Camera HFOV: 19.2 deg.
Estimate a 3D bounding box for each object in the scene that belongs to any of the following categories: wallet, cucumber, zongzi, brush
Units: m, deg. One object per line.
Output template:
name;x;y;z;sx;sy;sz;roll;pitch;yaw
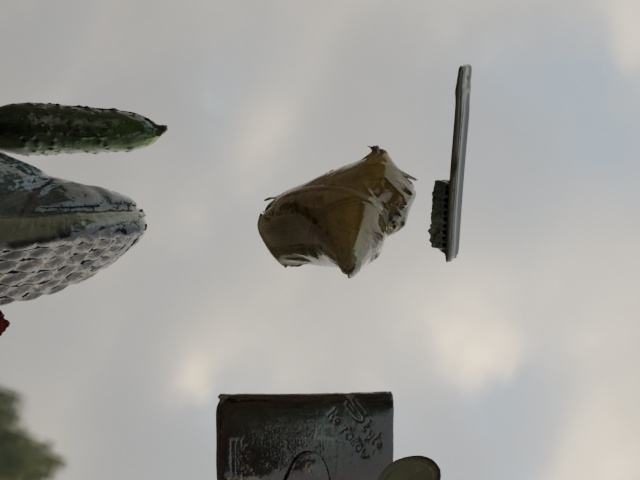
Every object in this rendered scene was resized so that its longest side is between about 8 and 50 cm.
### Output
wallet;-0.016;0.247;2.331;0.031;0.232;0.122;174;-83;-70
cucumber;-0.295;-0.131;2.253;0.069;0.227;0.069;2;90;-87
zongzi;0.000;0.000;2.099;0.194;0.099;0.197;-24;-153;36
brush;0.123;-0.074;1.807;0.034;0.027;0.190;-29;125;-65

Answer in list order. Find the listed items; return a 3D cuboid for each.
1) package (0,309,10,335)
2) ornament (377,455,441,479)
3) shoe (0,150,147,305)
package;-0.355;0.034;1.702;0.083;0.022;0.200;-42;-119;5
ornament;0.110;0.297;2.025;0.075;0.156;0.081;-26;-133;-1
shoe;-0.311;-0.045;1.553;0.132;0.336;0.171;-43;-124;49
